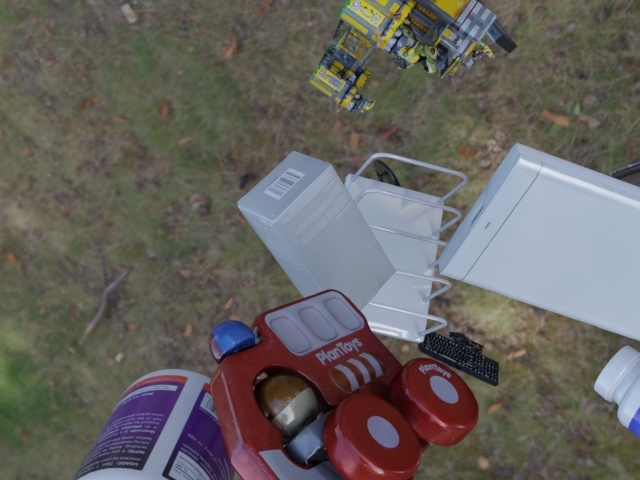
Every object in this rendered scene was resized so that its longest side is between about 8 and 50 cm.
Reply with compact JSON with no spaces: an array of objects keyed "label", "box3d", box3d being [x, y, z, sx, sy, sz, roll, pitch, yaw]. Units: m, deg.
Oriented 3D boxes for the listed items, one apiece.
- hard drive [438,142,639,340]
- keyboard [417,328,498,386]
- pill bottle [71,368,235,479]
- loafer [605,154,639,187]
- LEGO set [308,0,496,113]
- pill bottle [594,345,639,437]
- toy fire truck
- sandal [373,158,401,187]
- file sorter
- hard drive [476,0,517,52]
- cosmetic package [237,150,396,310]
[{"label":"hard drive","box3d":[0.376,0.015,1.210,0.353,0.047,0.233,18,132,-11]},{"label":"keyboard","box3d":[0.293,0.227,1.800,0.192,0.100,0.038,26,126,-11]},{"label":"pill bottle","box3d":[-0.205,0.305,1.042,0.181,0.323,0.181,3,112,6]},{"label":"loafer","box3d":[0.590,-0.073,1.669,0.366,0.130,0.134,-30,93,49]},{"label":"LEGO set","box3d":[0.137,-0.268,1.120,0.192,0.255,0.331,35,158,-2]},{"label":"pill bottle","box3d":[0.660,0.322,1.623,0.272,0.152,0.152,38,139,31]},{"label":"toy fire truck","box3d":[0.002,0.177,0.936,0.254,0.302,0.169,47,122,20]},{"label":"sandal","box3d":[0.131,-0.071,1.669,0.067,0.040,0.179,34,145,58]},{"label":"file sorter","box3d":[0.133,0.014,1.502,0.192,0.278,0.173,14,164,-10]},{"label":"hard drive","box3d":[0.293,-0.400,1.546,0.022,0.094,0.135,-40,71,22]},{"label":"cosmetic package","box3d":[0.000,0.000,1.278,0.107,0.127,0.238,26,154,47]}]
